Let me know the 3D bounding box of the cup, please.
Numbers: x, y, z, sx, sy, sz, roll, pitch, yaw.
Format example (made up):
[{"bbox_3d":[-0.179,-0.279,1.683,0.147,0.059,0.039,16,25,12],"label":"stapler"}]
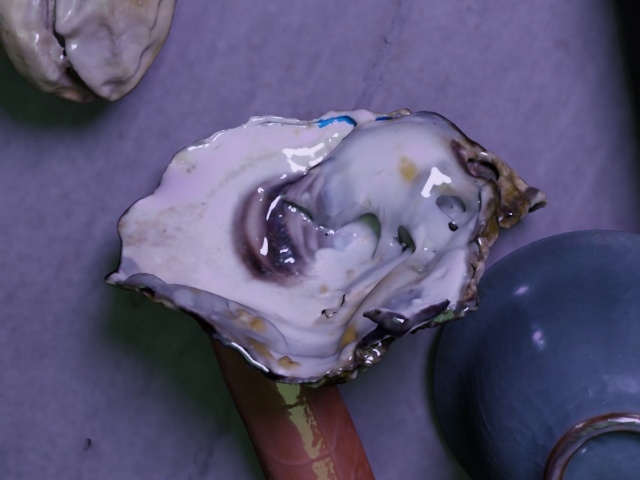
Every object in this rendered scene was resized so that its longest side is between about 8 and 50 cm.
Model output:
[{"bbox_3d":[0.164,0.107,0.856,0.199,0.150,0.199,1,106,4],"label":"cup"}]

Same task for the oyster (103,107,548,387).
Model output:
[{"bbox_3d":[0.000,0.000,0.875,0.223,0.214,0.083,19,138,21],"label":"oyster"}]

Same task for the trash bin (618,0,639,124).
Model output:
[{"bbox_3d":[0.259,-0.125,0.870,0.164,0.122,0.240,-8,97,2],"label":"trash bin"}]

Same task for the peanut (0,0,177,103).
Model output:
[{"bbox_3d":[-0.150,-0.222,0.860,0.130,0.130,0.290,-10,97,1],"label":"peanut"}]

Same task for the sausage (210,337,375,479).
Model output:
[{"bbox_3d":[-0.020,0.096,0.921,0.065,0.065,0.169,-22,95,2],"label":"sausage"}]
